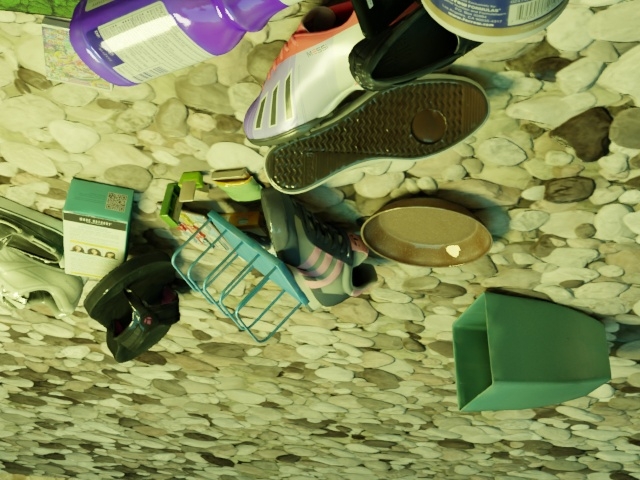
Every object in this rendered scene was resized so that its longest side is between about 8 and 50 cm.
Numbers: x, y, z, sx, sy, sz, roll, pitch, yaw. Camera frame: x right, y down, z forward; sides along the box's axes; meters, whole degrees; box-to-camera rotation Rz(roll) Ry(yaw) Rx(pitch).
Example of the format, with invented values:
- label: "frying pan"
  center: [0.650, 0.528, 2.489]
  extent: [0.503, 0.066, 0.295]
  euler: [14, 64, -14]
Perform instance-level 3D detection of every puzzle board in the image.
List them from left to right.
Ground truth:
- label: "puzzle board"
  center: [-0.197, -0.016, 1.757]
  extent: [0.096, 0.011, 0.128]
  euler: [16, 160, 29]

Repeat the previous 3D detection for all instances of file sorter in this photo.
- label: "file sorter"
  center: [-0.124, 0.058, 1.669]
  extent: [0.170, 0.104, 0.118]
  euler: [34, 166, 36]

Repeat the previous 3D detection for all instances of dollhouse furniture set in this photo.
- label: "dollhouse furniture set"
  center: [-0.163, -0.060, 1.641]
  extent: [0.152, 0.058, 0.076]
  euler: [-4, 152, 22]

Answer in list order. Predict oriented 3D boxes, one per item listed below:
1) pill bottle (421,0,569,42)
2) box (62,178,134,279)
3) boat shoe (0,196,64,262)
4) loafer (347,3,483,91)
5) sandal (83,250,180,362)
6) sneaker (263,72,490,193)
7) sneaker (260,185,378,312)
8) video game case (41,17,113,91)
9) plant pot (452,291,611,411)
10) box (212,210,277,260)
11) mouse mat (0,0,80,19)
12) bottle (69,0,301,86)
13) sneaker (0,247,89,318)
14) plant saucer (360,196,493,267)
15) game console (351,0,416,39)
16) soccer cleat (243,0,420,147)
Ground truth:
- label: "pill bottle"
  center: [0.159, -0.307, 0.959]
  extent: [0.153, 0.153, 0.264]
  euler: [4, 153, 7]
- label: "box"
  center: [-0.360, -0.011, 1.789]
  extent: [0.101, 0.060, 0.244]
  euler: [11, 153, -8]
- label: "boat shoe"
  center: [-0.517, -0.023, 1.796]
  extent: [0.219, 0.070, 0.078]
  euler: [19, 151, -22]
- label: "loafer"
  center: [0.133, -0.217, 1.128]
  extent: [0.223, 0.078, 0.076]
  euler: [-30, 111, -3]
- label: "sandal"
  center: [-0.305, 0.136, 1.948]
  extent: [0.107, 0.168, 0.446]
  euler: [51, 165, 14]
- label: "sneaker"
  center: [0.071, -0.148, 1.398]
  extent: [0.290, 0.123, 0.105]
  euler: [-15, 104, 14]
- label: "sneaker"
  center: [0.000, 0.000, 1.696]
  extent: [0.131, 0.112, 0.319]
  euler: [-16, 151, 7]
- label: "video game case"
  center: [-0.303, -0.232, 1.390]
  extent: [0.087, 0.011, 0.122]
  euler: [11, 153, -6]
- label: "plant pot"
  center: [0.370, 0.202, 1.917]
  extent: [0.234, 0.165, 0.165]
  euler: [5, 154, -13]
- label: "box"
  center: [-0.109, -0.002, 1.779]
  extent: [0.081, 0.028, 0.136]
  euler: [-4, 149, 22]
- label: "mouse mat"
  center: [-0.318, -0.302, 1.260]
  extent: [0.190, 0.007, 0.152]
  euler: [6, 153, 1]
- label: "bottle"
  center: [-0.141, -0.253, 1.208]
  extent: [0.283, 0.092, 0.118]
  euler: [-14, 144, 32]
- label: "sneaker"
  center: [-0.543, 0.049, 1.897]
  extent: [0.292, 0.118, 0.110]
  euler: [17, 154, -16]
- label: "plant saucer"
  center: [0.161, -0.017, 1.668]
  extent: [0.199, 0.036, 0.198]
  euler: [6, 154, 3]
- label: "game console"
  center: [0.050, -0.278, 1.076]
  extent: [0.071, 0.107, 0.122]
  euler: [41, 170, 30]
- label: "soccer cleat"
  center: [-0.004, -0.207, 1.282]
  extent: [0.116, 0.108, 0.318]
  euler: [42, 142, -20]
